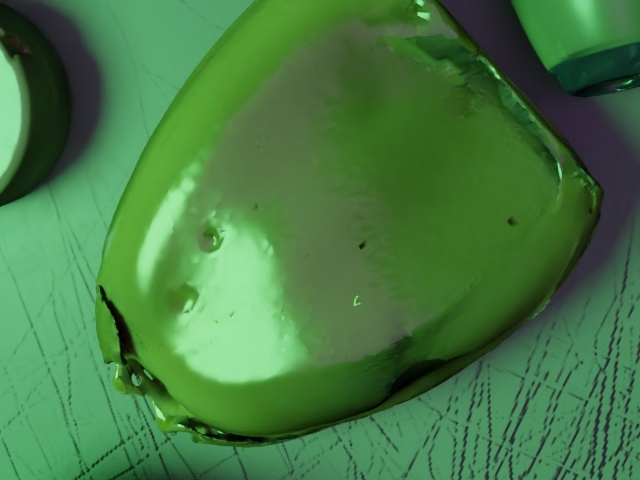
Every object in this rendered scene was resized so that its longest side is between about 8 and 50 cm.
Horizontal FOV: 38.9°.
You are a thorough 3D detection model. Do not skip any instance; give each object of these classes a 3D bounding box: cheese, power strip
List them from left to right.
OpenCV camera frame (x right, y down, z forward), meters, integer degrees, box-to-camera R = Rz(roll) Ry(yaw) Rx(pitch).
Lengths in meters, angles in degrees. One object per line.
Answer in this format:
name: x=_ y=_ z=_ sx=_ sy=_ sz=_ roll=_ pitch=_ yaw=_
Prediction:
power strip: x=-0.248 y=-0.087 z=0.589 sx=0.154 sy=0.078 sz=0.154 roll=1 pitch=101 yaw=4
cheese: x=0.000 y=0.000 z=0.567 sx=0.259 sy=0.128 sz=0.316 roll=45 pitch=92 yaw=0

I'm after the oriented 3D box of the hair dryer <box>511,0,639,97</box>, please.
hair dryer: x=0.206 y=-0.269 z=0.542 sx=0.298 sy=0.119 sz=0.296 roll=-30 pitch=91 yaw=-9
